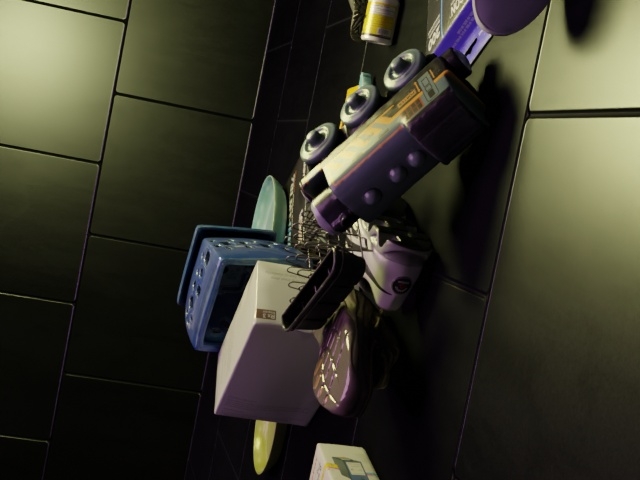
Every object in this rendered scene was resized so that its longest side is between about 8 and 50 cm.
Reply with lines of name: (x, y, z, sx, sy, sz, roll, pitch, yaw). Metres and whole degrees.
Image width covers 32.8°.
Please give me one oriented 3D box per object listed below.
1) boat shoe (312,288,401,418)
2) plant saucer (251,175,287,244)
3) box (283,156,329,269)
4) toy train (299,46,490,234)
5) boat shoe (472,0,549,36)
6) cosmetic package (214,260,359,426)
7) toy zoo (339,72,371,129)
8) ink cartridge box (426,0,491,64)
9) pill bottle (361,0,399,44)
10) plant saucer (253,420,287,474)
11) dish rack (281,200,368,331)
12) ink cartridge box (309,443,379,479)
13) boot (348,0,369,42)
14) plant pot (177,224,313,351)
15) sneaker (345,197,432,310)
boat shoe: (0.070, 0.176, 1.783, 0.355, 0.130, 0.132, -90, 25, -65)
plant saucer: (-0.130, -0.001, 2.675, 0.317, 0.043, 0.317, -172, 90, -77)
box: (-0.046, -0.040, 2.590, 0.293, 0.073, 0.295, 119, 156, -58)
toy train: (0.104, -0.149, 1.646, 0.334, 0.142, 0.190, -40, 33, 16)
boat shoe: (0.266, -0.411, 1.436, 0.105, 0.113, 0.306, 170, 113, -83)
cosmetic package: (-0.073, 0.217, 2.187, 0.385, 0.217, 0.156, 118, 158, -49)
toy zoo: (0.068, -0.211, 2.314, 0.192, 0.030, 0.293, -127, 49, -73)
ink cartridge box: (0.224, -0.371, 1.734, 0.206, 0.045, 0.208, 124, 152, -59)
pill bottle: (0.124, -0.455, 2.185, 0.065, 0.065, 0.116, -143, 64, -76)
plant saucer: (-0.115, 0.437, 2.584, 0.241, 0.037, 0.241, -170, 90, -77)
dish rack: (0.000, 0.000, 1.816, 0.208, 0.074, 0.271, -52, 33, 44)
ink cartridge box: (0.038, 0.450, 1.788, 0.212, 0.093, 0.154, -119, 40, -73)
boot: (0.101, -0.558, 2.382, 0.208, 0.076, 0.189, -83, 14, -46)
plant pot: (-0.184, 0.095, 2.416, 0.212, 0.236, 0.236, 47, 126, 50)
sneaker: (0.088, 0.006, 1.848, 0.330, 0.122, 0.146, -107, 32, -64)
